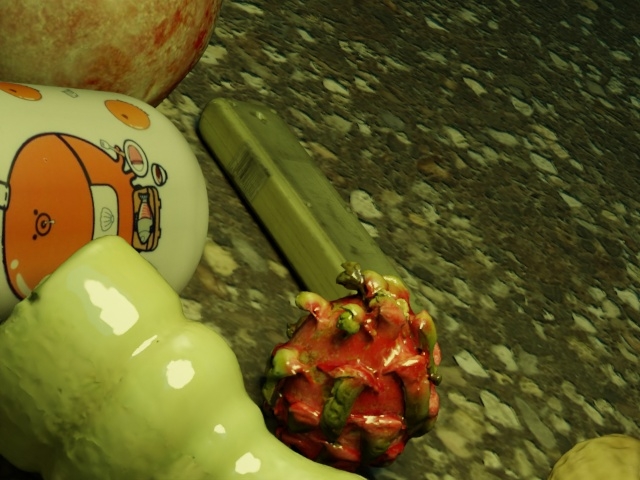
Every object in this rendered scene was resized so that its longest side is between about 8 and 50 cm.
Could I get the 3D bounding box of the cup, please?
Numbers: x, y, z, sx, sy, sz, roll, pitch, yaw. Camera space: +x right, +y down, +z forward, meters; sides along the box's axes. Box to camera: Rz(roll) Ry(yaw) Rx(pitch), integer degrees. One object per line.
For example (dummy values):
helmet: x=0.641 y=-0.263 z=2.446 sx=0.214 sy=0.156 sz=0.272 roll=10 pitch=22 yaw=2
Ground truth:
cup: x=-0.251 y=-0.023 z=1.514 sx=0.317 sy=0.212 sz=0.212 roll=-1 pitch=47 yaw=-50

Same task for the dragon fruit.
dragon fruit: x=0.030 y=0.106 z=1.666 sx=0.160 sy=0.172 sz=0.166 roll=-6 pitch=49 yaw=-51

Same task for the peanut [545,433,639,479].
peanut: x=0.278 y=0.283 z=1.699 sx=0.143 sy=0.159 sz=0.291 roll=54 pitch=22 yaw=-24

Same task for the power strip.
power strip: x=0.000 y=0.000 z=1.904 sx=0.092 sy=0.066 sz=0.387 roll=4 pitch=40 yaw=-46

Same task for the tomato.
tomato: x=-0.243 y=-0.242 z=1.733 sx=0.282 sy=0.316 sz=0.317 roll=51 pitch=14 yaw=-43

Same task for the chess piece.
chess piece: x=-0.049 y=0.200 z=1.365 sx=0.442 sy=0.234 sz=0.234 roll=43 pitch=30 yaw=8
